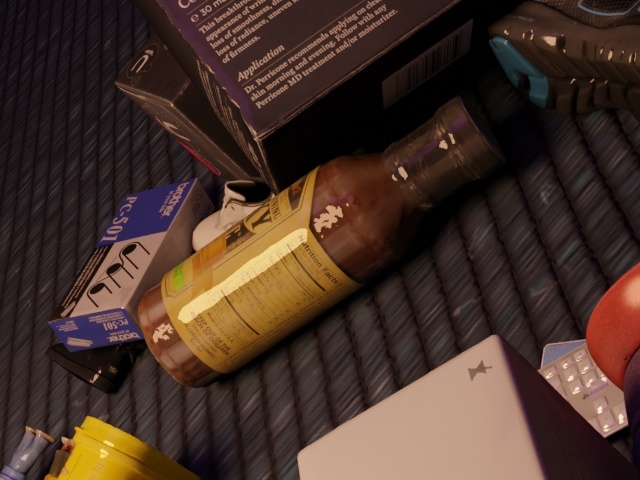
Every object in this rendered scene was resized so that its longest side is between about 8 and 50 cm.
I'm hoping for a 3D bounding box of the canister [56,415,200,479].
[{"bbox_3d":[-0.182,0.245,0.902,0.073,0.126,0.170,16,70,33],"label":"canister"}]

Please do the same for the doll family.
[{"bbox_3d":[-0.258,0.238,1.030,0.193,0.076,0.111,-7,51,58],"label":"doll family"}]

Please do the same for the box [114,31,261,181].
[{"bbox_3d":[-0.054,-0.208,1.167,0.270,0.165,0.143,-53,37,-9],"label":"box"}]

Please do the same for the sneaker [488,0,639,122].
[{"bbox_3d":[0.267,-0.148,0.823,0.139,0.125,0.341,-45,38,-6],"label":"sneaker"}]

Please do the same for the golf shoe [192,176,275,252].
[{"bbox_3d":[-0.074,-0.033,1.091,0.176,0.086,0.069,-18,47,36],"label":"golf shoe"}]

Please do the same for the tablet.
[{"bbox_3d":[0.175,0.106,0.773,0.054,0.006,0.083,-13,49,38],"label":"tablet"}]

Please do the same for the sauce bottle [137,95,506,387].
[{"bbox_3d":[0.000,0.000,0.966,0.344,0.111,0.111,-34,38,15],"label":"sauce bottle"}]

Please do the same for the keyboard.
[{"bbox_3d":[0.137,0.133,0.768,0.256,0.014,0.072,-35,36,22],"label":"keyboard"}]

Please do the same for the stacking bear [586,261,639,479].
[{"bbox_3d":[0.254,0.140,0.537,0.164,0.175,0.289,-13,53,-3],"label":"stacking bear"}]

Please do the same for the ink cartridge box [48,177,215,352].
[{"bbox_3d":[-0.189,0.022,1.140,0.097,0.046,0.207,-12,34,27],"label":"ink cartridge box"}]

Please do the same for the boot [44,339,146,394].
[{"bbox_3d":[-0.223,0.100,1.151,0.121,0.045,0.099,15,67,48],"label":"boot"}]

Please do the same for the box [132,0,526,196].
[{"bbox_3d":[0.007,-0.270,0.977,0.343,0.179,0.312,-35,76,-4],"label":"box"}]

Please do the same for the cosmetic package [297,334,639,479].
[{"bbox_3d":[0.116,0.209,0.548,0.138,0.225,0.224,-33,37,18],"label":"cosmetic package"}]
